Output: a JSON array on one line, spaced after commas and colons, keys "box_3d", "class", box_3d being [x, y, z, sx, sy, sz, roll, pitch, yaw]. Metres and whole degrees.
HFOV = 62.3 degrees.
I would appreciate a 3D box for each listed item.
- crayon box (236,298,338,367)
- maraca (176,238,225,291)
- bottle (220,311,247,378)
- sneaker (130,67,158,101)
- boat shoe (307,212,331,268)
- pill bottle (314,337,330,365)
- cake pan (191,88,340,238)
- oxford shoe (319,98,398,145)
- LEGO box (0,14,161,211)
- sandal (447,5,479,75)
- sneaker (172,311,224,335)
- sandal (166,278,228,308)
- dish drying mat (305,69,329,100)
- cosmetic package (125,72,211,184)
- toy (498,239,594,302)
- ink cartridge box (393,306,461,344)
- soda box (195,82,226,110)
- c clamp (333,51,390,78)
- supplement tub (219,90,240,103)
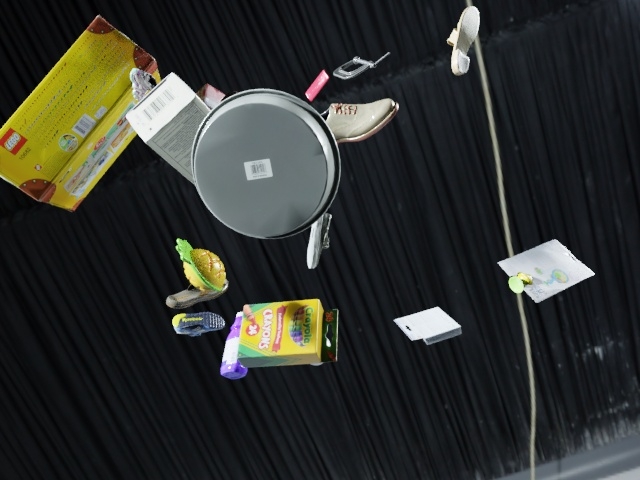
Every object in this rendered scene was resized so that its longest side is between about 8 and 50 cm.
[{"box_3d": [-0.105, 0.304, 1.751, 0.319, 0.081, 0.202, -6, 51, 10], "class": "crayon box"}, {"box_3d": [-0.334, 0.070, 1.469, 0.099, 0.185, 0.127, -37, 28, 4], "class": "maraca"}, {"box_3d": [-0.354, 0.450, 2.289, 0.118, 0.092, 0.282, -24, 46, 36], "class": "bottle"}, {"box_3d": [-0.421, -0.372, 1.292, 0.069, 0.098, 0.038, 12, 63, -2], "class": "sneaker"}, {"box_3d": [0.000, 0.000, 1.979, 0.070, 0.219, 0.078, 12, -8, -16], "class": "boat shoe"}, {"box_3d": [-0.086, 0.467, 2.420, 0.146, 0.264, 0.146, -25, 49, 32], "class": "pill bottle"}, {"box_3d": [-0.110, -0.135, 1.005, 0.293, 0.293, 0.054, -17, 15, 11], "class": "cake pan"}, {"box_3d": [0.093, -0.412, 1.801, 0.348, 0.130, 0.122, -18, 41, 29], "class": "oxford shoe"}, {"box_3d": [-0.696, -0.345, 1.561, 0.500, 0.193, 0.372, -54, 9, -9], "class": "LEGO box"}, {"box_3d": [0.436, -0.633, 1.688, 0.079, 0.088, 0.239, -1, 70, 49], "class": "sandal"}, {"box_3d": [-0.347, 0.241, 1.511, 0.144, 0.059, 0.053, 3, 44, -11], "class": "sneaker"}, {"box_3d": [-0.374, 0.147, 1.625, 0.219, 0.060, 0.090, -16, 24, -42], "class": "sandal"}, {"box_3d": [-0.008, -0.409, 1.401, 0.008, 0.032, 0.083, 0, -37, -48], "class": "dish drying mat"}, {"box_3d": [-0.284, -0.224, 1.240, 0.153, 0.296, 0.129, -43, 54, -1], "class": "cosmetic package"}, {"box_3d": [0.568, 0.085, 1.351, 0.237, 0.056, 0.137, -15, 52, -32], "class": "toy"}, {"box_3d": [0.462, 0.376, 2.303, 0.224, 0.045, 0.223, -14, 18, -9], "class": "ink cartridge box"}, {"box_3d": [-0.290, -0.393, 1.721, 0.084, 0.263, 0.092, -25, 53, 37], "class": "soda box"}, {"box_3d": [0.112, -0.512, 1.555, 0.137, 0.022, 0.161, -38, 33, -8], "class": "c clamp"}, {"box_3d": [-0.215, -0.376, 1.641, 0.106, 0.105, 0.198, -8, -17, 36], "class": "supplement tub"}]
